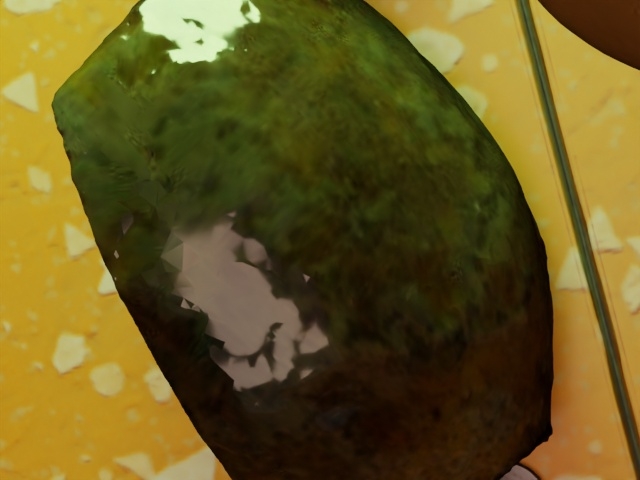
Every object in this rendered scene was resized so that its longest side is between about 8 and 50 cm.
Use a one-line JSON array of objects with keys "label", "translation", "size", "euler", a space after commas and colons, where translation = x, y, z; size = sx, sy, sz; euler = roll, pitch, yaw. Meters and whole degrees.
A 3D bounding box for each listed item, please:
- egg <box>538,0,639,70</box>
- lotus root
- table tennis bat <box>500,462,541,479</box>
[{"label": "egg", "translation": [0.230, -0.229, 0.661], "size": [0.301, 0.301, 0.374], "euler": [38, 110, 7]}, {"label": "lotus root", "translation": [-0.003, 0.001, 0.832], "size": [0.210, 0.142, 0.314], "euler": [-37, 83, 10]}, {"label": "table tennis bat", "translation": [0.099, 0.165, 0.915], "size": [0.050, 0.007, 0.083], "euler": [30, 105, 11]}]
